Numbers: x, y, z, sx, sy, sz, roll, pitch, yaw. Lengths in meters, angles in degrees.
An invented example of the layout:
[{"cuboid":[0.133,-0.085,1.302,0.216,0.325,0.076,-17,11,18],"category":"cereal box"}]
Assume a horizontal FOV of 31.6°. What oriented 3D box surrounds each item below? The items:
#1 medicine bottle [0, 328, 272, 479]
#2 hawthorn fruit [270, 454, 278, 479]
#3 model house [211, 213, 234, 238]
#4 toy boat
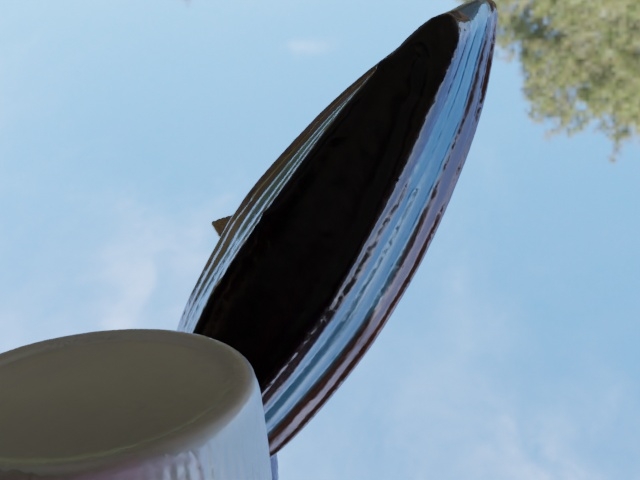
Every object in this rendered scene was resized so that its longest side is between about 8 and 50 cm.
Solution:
[{"cuboid":[-0.089,0.192,0.521,0.165,0.273,0.165,-4,-165,1],"category":"medicine bottle"},{"cuboid":[-0.164,0.263,1.335,0.215,0.215,0.250,-27,-171,-25],"category":"hawthorn fruit"},{"cuboid":[-0.069,0.022,1.231,0.100,0.100,0.088,2,-157,-24],"category":"model house"},{"cuboid":[0.000,0.000,0.774,0.136,0.392,0.079,36,-166,12],"category":"toy boat"}]
